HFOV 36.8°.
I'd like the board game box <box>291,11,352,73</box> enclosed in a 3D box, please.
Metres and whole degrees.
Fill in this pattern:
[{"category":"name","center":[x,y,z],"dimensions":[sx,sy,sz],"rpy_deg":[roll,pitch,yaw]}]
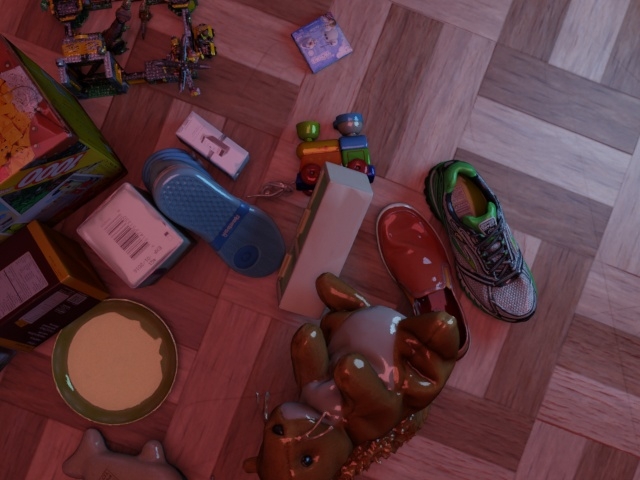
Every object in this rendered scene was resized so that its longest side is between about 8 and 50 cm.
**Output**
[{"category":"board game box","center":[0.003,-0.388,1.892],"dimensions":[0.090,0.020,0.090],"rpy_deg":[-30,91,-3]}]

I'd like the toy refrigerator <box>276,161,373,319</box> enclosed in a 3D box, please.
[{"category":"toy refrigerator","center":[0.000,0.000,1.781],"dimensions":[0.094,0.102,0.270],"rpy_deg":[17,113,-13]}]

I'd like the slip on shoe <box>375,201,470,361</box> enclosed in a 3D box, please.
[{"category":"slip on shoe","center":[0.203,0.079,1.843],"dimensions":[0.123,0.101,0.331],"rpy_deg":[-22,87,-1]}]

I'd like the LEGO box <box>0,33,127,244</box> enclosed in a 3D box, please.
[{"category":"LEGO box","center":[-0.567,-0.110,1.623],"dimensions":[0.372,0.500,0.193],"rpy_deg":[-36,89,-2]}]

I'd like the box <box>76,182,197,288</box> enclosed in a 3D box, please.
[{"category":"box","center":[-0.330,-0.006,1.761],"dimensions":[0.127,0.232,0.148],"rpy_deg":[-44,90,-2]}]

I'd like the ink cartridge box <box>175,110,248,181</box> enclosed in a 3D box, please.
[{"category":"ink cartridge box","center":[-0.204,-0.179,1.838],"dimensions":[0.135,0.099,0.056],"rpy_deg":[36,86,-1]}]

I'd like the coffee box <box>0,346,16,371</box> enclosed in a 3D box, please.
[{"category":"coffee box","center":[-0.661,0.234,1.734],"dimensions":[0.098,0.246,0.141],"rpy_deg":[39,88,0]}]

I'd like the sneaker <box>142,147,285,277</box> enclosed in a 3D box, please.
[{"category":"sneaker","center":[-0.206,-0.067,1.830],"dimensions":[0.127,0.208,0.319],"rpy_deg":[-46,126,1]}]

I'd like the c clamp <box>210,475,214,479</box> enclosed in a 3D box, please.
[{"category":"c clamp","center":[-0.135,0.526,1.854],"dimensions":[0.160,0.022,0.137],"rpy_deg":[2,88,-1]}]

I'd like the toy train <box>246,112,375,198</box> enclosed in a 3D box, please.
[{"category":"toy train","center":[-0.026,-0.164,1.848],"dimensions":[0.247,0.105,0.144],"rpy_deg":[-6,78,-2]}]

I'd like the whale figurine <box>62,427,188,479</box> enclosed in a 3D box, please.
[{"category":"whale figurine","center":[-0.357,0.469,1.812],"dimensions":[0.272,0.141,0.216],"rpy_deg":[31,87,24]}]

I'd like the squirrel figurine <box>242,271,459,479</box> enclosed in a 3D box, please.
[{"category":"squirrel figurine","center":[0.045,0.316,1.687],"dimensions":[0.281,0.397,0.370],"rpy_deg":[22,59,26]}]

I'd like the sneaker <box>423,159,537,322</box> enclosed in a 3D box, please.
[{"category":"sneaker","center":[0.304,0.005,1.826],"dimensions":[0.134,0.146,0.344],"rpy_deg":[-30,90,-3]}]

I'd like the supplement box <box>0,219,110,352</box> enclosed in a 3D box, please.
[{"category":"supplement box","center":[-0.526,0.089,1.755],"dimensions":[0.194,0.191,0.129],"rpy_deg":[-35,74,0]}]

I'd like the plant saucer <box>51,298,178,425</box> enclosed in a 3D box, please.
[{"category":"plant saucer","center":[-0.392,0.232,1.848],"dimensions":[0.240,0.037,0.241],"rpy_deg":[0,87,-2]}]

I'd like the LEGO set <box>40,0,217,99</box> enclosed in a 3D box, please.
[{"category":"LEGO set","center":[-0.364,-0.390,1.793],"dimensions":[0.331,0.192,0.255],"rpy_deg":[1,88,-2]}]
